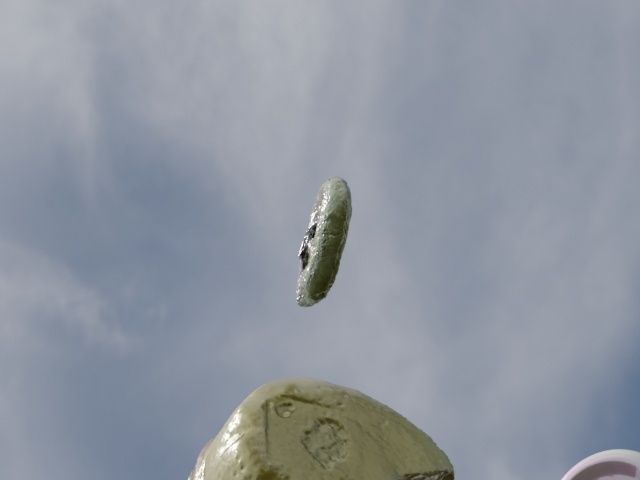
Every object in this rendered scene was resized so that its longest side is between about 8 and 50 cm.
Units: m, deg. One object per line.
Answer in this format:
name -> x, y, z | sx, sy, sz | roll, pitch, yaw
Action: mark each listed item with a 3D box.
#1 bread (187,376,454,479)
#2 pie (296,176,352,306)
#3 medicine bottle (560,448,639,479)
bread -> -0.005, 0.139, 1.059 | 0.156, 0.125, 0.086 | -11, -38, -47
pie -> 0.000, 0.001, 1.106 | 0.021, 0.084, 0.084 | 15, -66, -9
medicine bottle -> 0.308, 0.262, 1.529 | 0.133, 0.133, 0.274 | -50, -41, 14
